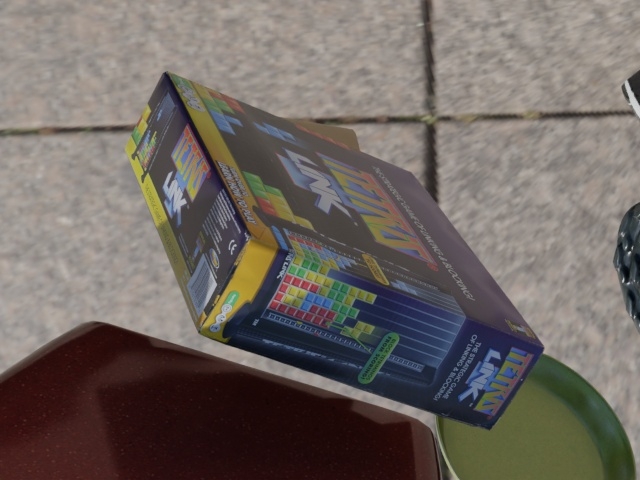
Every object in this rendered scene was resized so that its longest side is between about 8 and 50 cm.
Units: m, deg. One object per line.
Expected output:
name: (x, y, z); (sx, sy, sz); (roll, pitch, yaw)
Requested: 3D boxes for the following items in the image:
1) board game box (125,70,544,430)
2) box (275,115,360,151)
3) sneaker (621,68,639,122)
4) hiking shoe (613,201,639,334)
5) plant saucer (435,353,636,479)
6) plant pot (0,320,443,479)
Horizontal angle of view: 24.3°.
board game box: (0.000, 0.000, 0.640); (0.141, 0.170, 0.048); (19, 110, -26)
box: (-0.030, -0.046, 1.422); (0.021, 0.201, 0.164); (-34, 60, 43)
sneaker: (0.347, -0.087, 1.457); (0.178, 0.072, 0.077); (61, 153, 17)
hiking shoe: (0.346, 0.078, 1.092); (0.304, 0.132, 0.113); (46, 132, 14)
plant saucer: (0.223, 0.221, 1.583); (0.241, 0.241, 0.037); (39, 136, 7)
plant pot: (-0.073, 0.193, 0.659); (0.267, 0.236, 0.267); (16, 134, 8)
